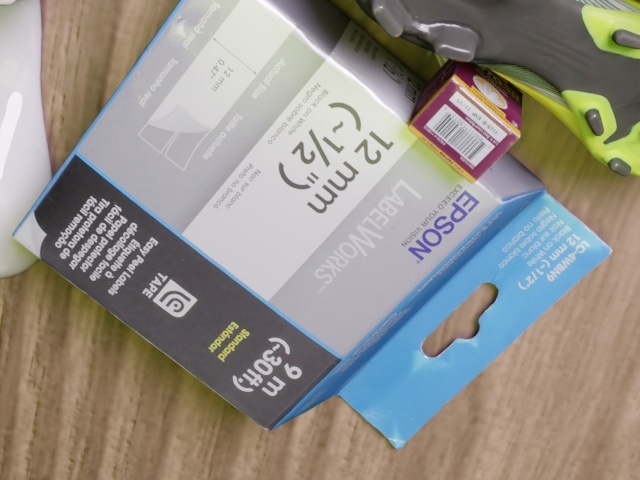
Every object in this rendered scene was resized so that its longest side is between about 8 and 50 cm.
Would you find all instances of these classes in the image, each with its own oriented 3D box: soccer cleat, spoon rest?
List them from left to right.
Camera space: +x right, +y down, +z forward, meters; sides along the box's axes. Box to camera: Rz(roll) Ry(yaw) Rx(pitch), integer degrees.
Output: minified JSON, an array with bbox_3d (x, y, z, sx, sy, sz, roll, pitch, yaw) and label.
[{"bbox_3d":[-0.252,-0.081,0.699,0.137,0.084,0.276,23,126,-2],"label":"spoon rest"},{"bbox_3d":[0.139,-0.126,0.550,0.289,0.121,0.093,23,127,-24],"label":"soccer cleat"}]

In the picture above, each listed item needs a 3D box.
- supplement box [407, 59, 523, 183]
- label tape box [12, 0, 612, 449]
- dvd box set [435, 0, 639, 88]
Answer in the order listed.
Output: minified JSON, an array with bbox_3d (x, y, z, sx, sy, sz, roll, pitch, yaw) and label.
[{"bbox_3d":[0.091,-0.079,0.579,0.055,0.083,0.043,38,118,-8],"label":"supplement box"},{"bbox_3d":[0.000,0.000,0.669,0.347,0.115,0.249,40,114,-7],"label":"label tape box"},{"bbox_3d":[0.214,-0.301,0.555,0.420,0.062,0.308,-24,107,15],"label":"dvd box set"}]
